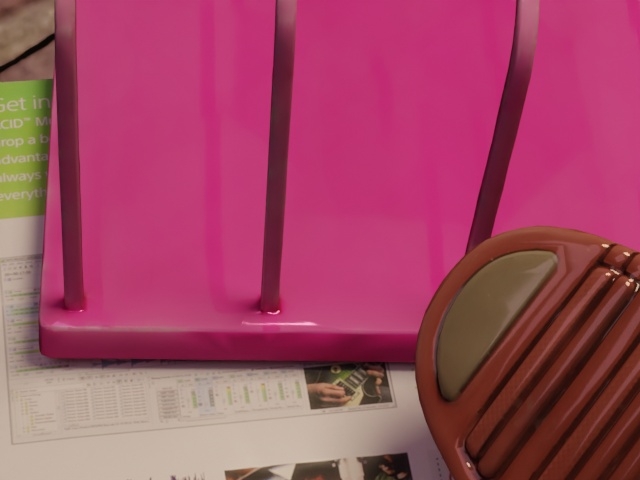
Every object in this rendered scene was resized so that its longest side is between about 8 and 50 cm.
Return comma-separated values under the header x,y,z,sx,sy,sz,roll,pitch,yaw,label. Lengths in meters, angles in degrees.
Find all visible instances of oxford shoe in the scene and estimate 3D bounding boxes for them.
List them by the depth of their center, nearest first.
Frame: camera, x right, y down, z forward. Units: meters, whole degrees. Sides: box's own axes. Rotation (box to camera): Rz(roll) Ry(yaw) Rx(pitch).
x,y,z,sx,sy,sz,roll,pitch,yaw,label
0.177,0.122,0.627,0.348,0.130,0.123,41,100,9,oxford shoe

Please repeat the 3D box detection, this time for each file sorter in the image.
x,y,z,sx,sy,sz,roll,pitch,yaw,label
0.051,-0.090,0.683,0.291,0.182,0.202,1,52,-5,file sorter

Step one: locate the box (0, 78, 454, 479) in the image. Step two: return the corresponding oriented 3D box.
x,y,z,sx,sy,sz,roll,pitch,yaw,label
-0.006,0.070,0.706,0.232,0.058,0.322,-4,54,-8,box
